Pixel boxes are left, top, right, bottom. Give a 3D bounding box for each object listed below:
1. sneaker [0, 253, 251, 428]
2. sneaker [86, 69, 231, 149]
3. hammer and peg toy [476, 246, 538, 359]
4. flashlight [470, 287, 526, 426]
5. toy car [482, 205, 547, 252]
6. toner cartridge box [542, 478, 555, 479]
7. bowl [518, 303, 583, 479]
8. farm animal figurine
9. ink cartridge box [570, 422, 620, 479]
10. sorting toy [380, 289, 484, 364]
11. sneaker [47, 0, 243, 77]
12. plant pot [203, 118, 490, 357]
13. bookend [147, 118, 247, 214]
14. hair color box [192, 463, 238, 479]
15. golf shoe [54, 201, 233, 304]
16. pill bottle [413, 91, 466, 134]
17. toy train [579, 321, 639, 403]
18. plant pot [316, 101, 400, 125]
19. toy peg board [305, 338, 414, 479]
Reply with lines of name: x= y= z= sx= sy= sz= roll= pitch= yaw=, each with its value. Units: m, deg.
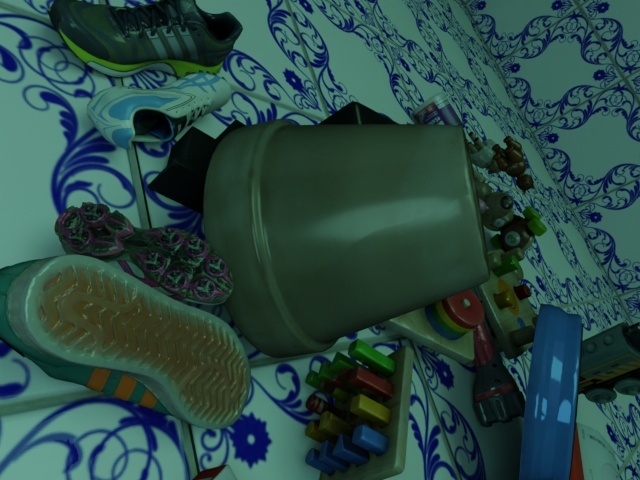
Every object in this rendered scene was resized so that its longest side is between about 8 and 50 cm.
sneaker: x=-0.187 y=0.105 z=0.476 sx=0.302 sy=0.121 sz=0.108 roll=52 pitch=47 yaw=-45
sneaker: x=-0.207 y=-0.180 z=0.670 sx=0.086 sy=0.085 sz=0.237 roll=50 pitch=41 yaw=3
hammer and peg toy: x=0.496 y=0.147 z=1.215 sx=0.362 sy=0.127 sz=0.265 roll=-4 pitch=67 yaw=-50
flashlight: x=0.330 y=0.226 z=0.997 sx=0.103 sy=0.103 sz=0.303 roll=-11 pitch=63 yaw=-8
toy car: x=0.524 y=-0.056 z=1.383 sx=0.188 sy=0.155 sz=0.149 roll=36 pitch=31 yaw=-9
toner cartridge box: x=0.388 y=0.554 z=0.761 sx=0.347 sy=0.165 sz=0.075 roll=55 pitch=36 yaw=-5
bowl: x=0.445 y=0.318 z=0.908 sx=0.391 sy=0.077 sz=0.390 roll=-17 pitch=109 yaw=-60
farm animal figurine: x=0.381 y=-0.094 z=1.191 sx=0.172 sy=0.330 sz=0.326 roll=41 pitch=11 yaw=-19
ink cartridge box: x=0.677 y=0.551 z=1.196 sx=0.232 sy=0.066 sz=0.189 roll=49 pitch=37 yaw=-19
sorting toy: x=0.204 y=0.065 z=0.913 sx=0.256 sy=0.089 sz=0.257 roll=27 pitch=43 yaw=-13
sneaker: x=-0.242 y=-0.316 z=0.698 sx=0.300 sy=0.121 sz=0.111 roll=-24 pitch=83 yaw=-54
plant pot: x=0.060 y=-0.021 z=0.616 sx=0.323 sy=0.281 sz=0.322 roll=-10 pitch=90 yaw=-70
bookend: x=-0.151 y=-0.117 z=0.699 sx=0.157 sy=0.072 sz=0.156 roll=27 pitch=46 yaw=-35
hair color box: x=-0.091 y=0.324 z=0.464 sx=0.167 sy=0.053 sz=0.093 roll=59 pitch=35 yaw=0
golf shoe: x=-0.179 y=0.023 z=0.503 sx=0.186 sy=0.086 sz=0.067 roll=23 pitch=57 yaw=1
pill bottle: x=0.379 y=-0.344 z=1.456 sx=0.193 sy=0.108 sz=0.108 roll=57 pitch=36 yaw=0
toy train: x=0.767 y=0.321 z=1.253 sx=0.190 sy=0.334 sz=0.142 roll=27 pitch=46 yaw=-15
plant pot: x=0.063 y=-0.108 z=0.863 sx=0.188 sy=0.188 sz=0.166 roll=11 pitch=64 yaw=-46
toy peg board: x=0.032 y=0.218 z=0.605 sx=0.079 sy=0.161 sz=0.160 roll=32 pitch=42 yaw=-13
